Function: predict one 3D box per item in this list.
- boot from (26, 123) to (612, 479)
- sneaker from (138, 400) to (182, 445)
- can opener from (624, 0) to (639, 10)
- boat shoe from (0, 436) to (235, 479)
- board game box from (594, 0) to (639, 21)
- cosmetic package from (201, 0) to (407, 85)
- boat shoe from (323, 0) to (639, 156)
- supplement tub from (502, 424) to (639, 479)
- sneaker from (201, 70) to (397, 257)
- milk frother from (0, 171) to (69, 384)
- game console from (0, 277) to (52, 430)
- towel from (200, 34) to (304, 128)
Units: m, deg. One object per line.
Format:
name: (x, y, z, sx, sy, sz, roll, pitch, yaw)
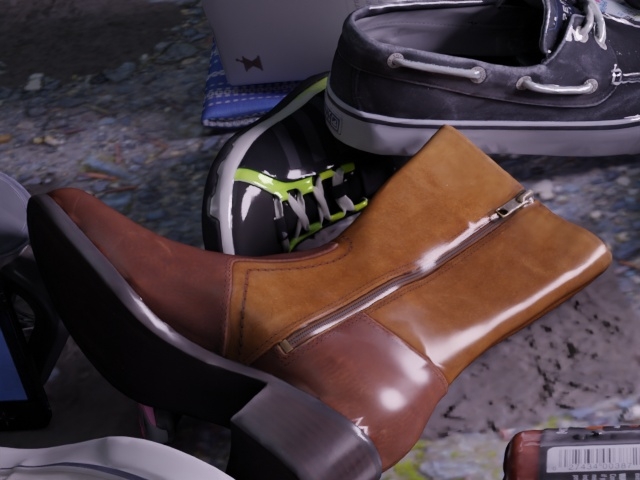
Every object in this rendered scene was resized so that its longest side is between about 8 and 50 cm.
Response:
boot: (0.000, 0.000, 0.983, 0.264, 0.096, 0.280, 35, 55, 22)
sneaker: (-0.085, 0.079, 1.007, 0.057, 0.047, 0.119, 0, 37, -2)
can opener: (0.263, -0.237, 1.315, 0.073, 0.059, 0.186, 2, 32, -12)
boat shoe: (-0.158, 0.160, 0.873, 0.267, 0.096, 0.088, 4, 43, 24)
board game box: (0.186, -0.168, 1.251, 0.090, 0.020, 0.090, 33, 44, 28)
cosmetic package: (0.001, -0.233, 1.262, 0.151, 0.151, 0.183, -2, 40, 17)
boat shoe: (0.152, -0.127, 1.115, 0.301, 0.102, 0.108, -3, 43, -14)
supplement tub: (0.190, 0.139, 0.784, 0.198, 0.106, 0.106, -3, 36, 12)
sneaker: (0.002, -0.051, 1.119, 0.097, 0.084, 0.234, 9, 41, 25)
milk frother: (-0.206, 0.015, 1.048, 0.129, 0.134, 0.143, 21, 41, -6)
game console: (-0.230, 0.087, 0.967, 0.107, 0.122, 0.071, -4, 37, 11)
towel: (0.028, -0.208, 1.366, 0.243, 0.040, 0.336, -8, 36, 7)
